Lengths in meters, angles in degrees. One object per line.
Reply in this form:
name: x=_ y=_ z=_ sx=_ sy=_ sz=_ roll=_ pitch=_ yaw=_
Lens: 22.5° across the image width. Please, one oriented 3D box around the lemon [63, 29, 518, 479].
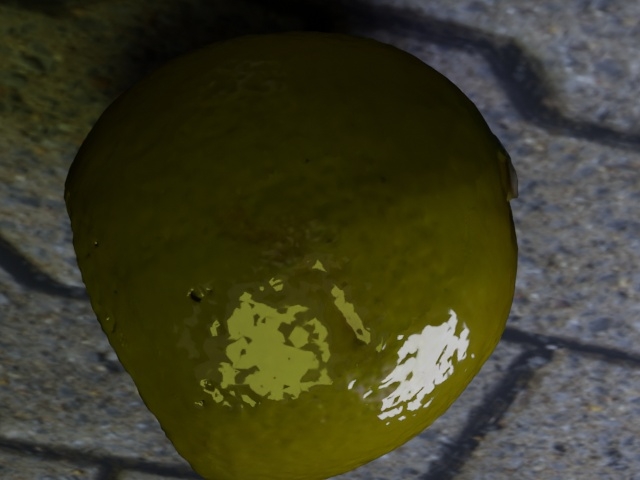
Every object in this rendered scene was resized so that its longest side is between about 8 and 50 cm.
lemon: x=0.000 y=0.000 z=0.853 sx=0.219 sy=0.240 sz=0.240 roll=-25 pitch=137 yaw=6
